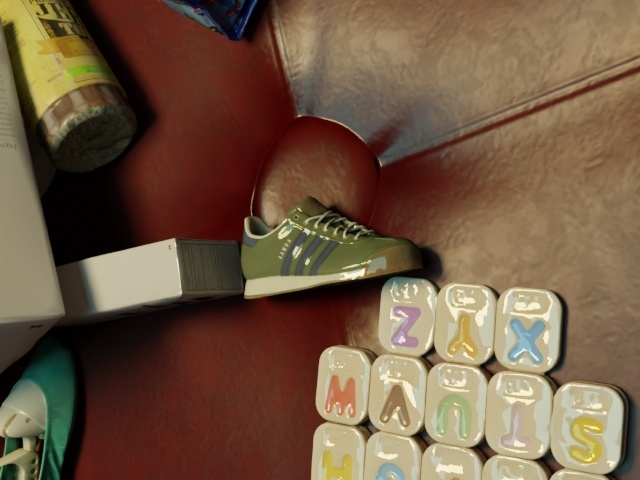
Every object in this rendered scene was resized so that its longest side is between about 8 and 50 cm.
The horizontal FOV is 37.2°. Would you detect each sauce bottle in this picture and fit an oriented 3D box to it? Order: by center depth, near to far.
[{"bbox_3d":[-0.326,-0.236,1.071,0.111,0.111,0.344,-43,68,23],"label":"sauce bottle"}]

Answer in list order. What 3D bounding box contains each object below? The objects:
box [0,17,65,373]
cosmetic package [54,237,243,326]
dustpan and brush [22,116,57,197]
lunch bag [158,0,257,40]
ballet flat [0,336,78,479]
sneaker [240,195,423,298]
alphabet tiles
[{"bbox_3d":[-0.410,-0.038,0.969,0.215,0.168,0.345,-36,65,44],"label":"box"},{"bbox_3d":[-0.204,0.048,0.983,0.239,0.099,0.060,-12,80,33],"label":"cosmetic package"},{"bbox_3d":[-0.380,-0.063,1.138,0.147,0.060,0.211,12,87,20],"label":"dustpan and brush"},{"bbox_3d":[-0.119,-0.387,0.950,0.221,0.138,0.293,34,96,33],"label":"lunch bag"},{"bbox_3d":[-0.326,0.232,1.058,0.083,0.087,0.247,6,90,34],"label":"ballet flat"},{"bbox_3d":[0.000,0.000,0.871,0.192,0.064,0.086,-11,86,35],"label":"sneaker"},{"bbox_3d":[0.116,0.174,0.812,0.284,0.021,0.278,4,90,33],"label":"alphabet tiles"}]
